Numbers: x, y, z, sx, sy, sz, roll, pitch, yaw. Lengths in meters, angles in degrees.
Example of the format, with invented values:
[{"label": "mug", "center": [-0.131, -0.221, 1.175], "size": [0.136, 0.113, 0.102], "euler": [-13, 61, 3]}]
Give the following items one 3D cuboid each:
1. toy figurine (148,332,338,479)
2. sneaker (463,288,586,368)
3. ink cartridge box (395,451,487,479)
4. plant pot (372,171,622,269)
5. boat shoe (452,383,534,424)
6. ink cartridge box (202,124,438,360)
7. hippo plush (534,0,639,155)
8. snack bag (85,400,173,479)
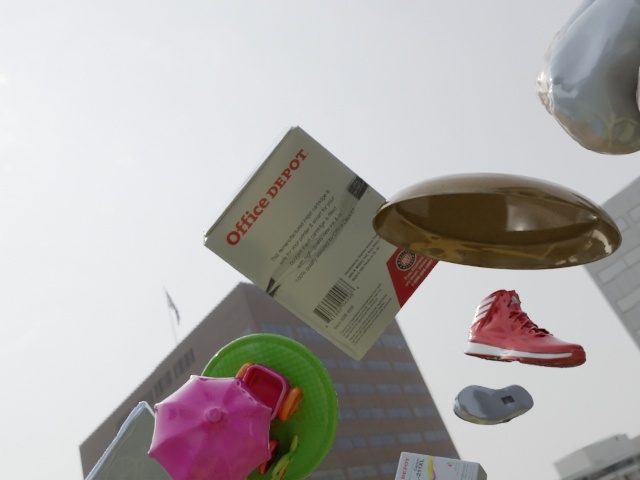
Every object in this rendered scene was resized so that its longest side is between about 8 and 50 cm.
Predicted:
[{"label": "toy figurine", "center": [-0.075, 0.156, 0.484], "size": [0.173, 0.130, 0.159], "euler": [-65, -16, 0]}, {"label": "sneaker", "center": [0.338, 0.141, 1.094], "size": [0.087, 0.128, 0.221], "euler": [19, -15, -41]}, {"label": "ink cartridge box", "center": [0.243, 0.521, 1.348], "size": [0.175, 0.128, 0.072], "euler": [-3, -40, 30]}, {"label": "plant pot", "center": [0.170, -0.017, 0.646], "size": [0.236, 0.033, 0.236], "euler": [8, -15, 2]}, {"label": "boat shoe", "center": [0.204, 0.203, 0.785], "size": [0.142, 0.049, 0.040], "euler": [7, -47, -40]}, {"label": "ink cartridge box", "center": [0.000, 0.000, 0.902], "size": [0.272, 0.114, 0.197], "euler": [39, -90, -15]}, {"label": "hippo plush", "center": [0.203, -0.192, 0.319], "size": [0.234, 0.294, 0.237], "euler": [-40, -70, -23]}, {"label": "snack bag", "center": [-0.234, 0.393, 0.747], "size": [0.037, 0.343, 0.323], "euler": [9, -38, 32]}]
